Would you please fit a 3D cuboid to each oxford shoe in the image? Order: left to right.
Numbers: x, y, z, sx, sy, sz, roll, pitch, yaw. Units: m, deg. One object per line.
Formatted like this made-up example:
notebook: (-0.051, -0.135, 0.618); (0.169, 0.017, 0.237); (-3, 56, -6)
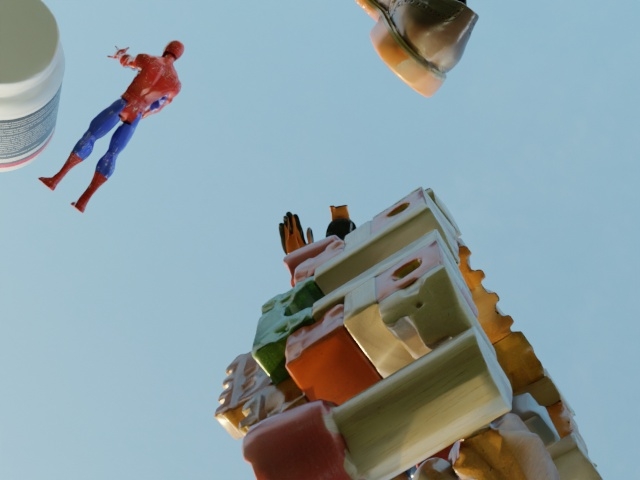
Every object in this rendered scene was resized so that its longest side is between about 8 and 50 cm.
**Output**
oxford shoe: (0.129, -0.326, 1.431); (0.133, 0.130, 0.364); (-46, -147, 22)

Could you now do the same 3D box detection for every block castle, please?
block castle: (0.075, 0.159, 0.839); (0.212, 0.453, 0.303); (-31, -77, 10)

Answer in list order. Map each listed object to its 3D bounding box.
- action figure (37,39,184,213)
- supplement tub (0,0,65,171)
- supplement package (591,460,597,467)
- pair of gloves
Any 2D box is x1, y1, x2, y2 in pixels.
action figure: (-0.298, -0.180, 1.551); (0.280, 0.091, 0.139); (-52, -151, -7)
supplement tub: (-0.484, -0.238, 1.610); (0.191, 0.272, 0.191); (7, -114, -16)
supplement package: (0.173, 0.311, 1.395); (0.262, 0.199, 0.198); (34, -110, 9)
pair of gloves: (0.000, 0.000, 1.106); (0.083, 0.010, 0.074); (-8, -113, -17)
